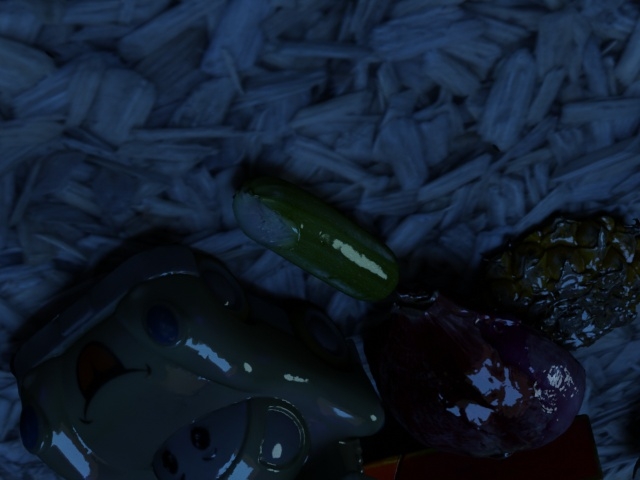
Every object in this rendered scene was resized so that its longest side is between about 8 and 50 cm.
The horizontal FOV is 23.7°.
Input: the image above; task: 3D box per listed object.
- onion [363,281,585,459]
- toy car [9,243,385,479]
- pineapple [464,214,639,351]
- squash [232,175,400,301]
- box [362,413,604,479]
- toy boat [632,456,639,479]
[{"bbox_3d":[0.142,0.147,1.594,0.227,0.120,0.283,-9,145,31],"label":"onion"},{"bbox_3d":[-0.107,0.181,1.496,0.242,0.226,0.336,-37,140,23],"label":"toy car"},{"bbox_3d":[0.263,0.057,1.622,0.224,0.076,0.225,-13,144,-9],"label":"pineapple"},{"bbox_3d":[0.000,0.000,1.444,0.069,0.069,0.239,-35,140,20],"label":"squash"},{"bbox_3d":[0.150,0.283,1.786,0.313,0.089,0.197,-12,170,-10],"label":"box"},{"bbox_3d":[0.513,0.257,1.929,0.293,0.111,0.276,18,143,-41],"label":"toy boat"}]
